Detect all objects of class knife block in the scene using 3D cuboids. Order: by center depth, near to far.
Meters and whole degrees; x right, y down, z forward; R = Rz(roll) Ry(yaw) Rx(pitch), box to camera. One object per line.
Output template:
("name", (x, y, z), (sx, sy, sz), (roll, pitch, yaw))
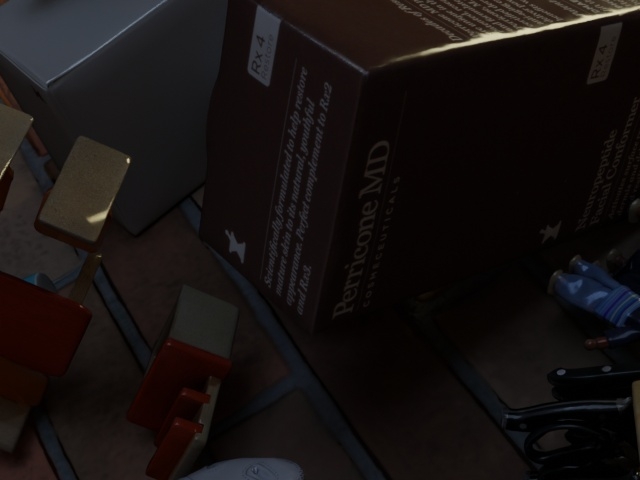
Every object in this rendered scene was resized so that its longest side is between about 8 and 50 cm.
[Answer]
("knife block", (0.243, 0.153, 0.741), (0.242, 0.088, 0.275), (-37, 35, -20))

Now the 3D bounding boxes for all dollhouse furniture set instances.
("dollhouse furniture set", (-0.198, 0.068, 0.902), (0.259, 0.262, 0.135), (23, 41, -9))

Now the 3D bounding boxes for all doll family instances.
("doll family", (0.259, 0.024, 0.895), (0.193, 0.076, 0.111), (-42, 54, -12))

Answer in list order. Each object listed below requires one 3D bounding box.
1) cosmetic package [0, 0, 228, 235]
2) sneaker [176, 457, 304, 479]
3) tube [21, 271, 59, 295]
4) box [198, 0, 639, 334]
("cosmetic package", (-0.104, -0.204, 1.137), (0.365, 0.197, 0.155), (-38, 49, -16))
("sneaker", (-0.071, 0.239, 0.713), (0.210, 0.137, 0.366), (-28, 18, -10))
("tube", (-0.323, 0.091, 1.061), (0.207, 0.052, 0.080), (-24, 43, 6))
("box", (0.113, -0.093, 0.856), (0.381, 0.191, 0.143), (-17, 42, -35))
